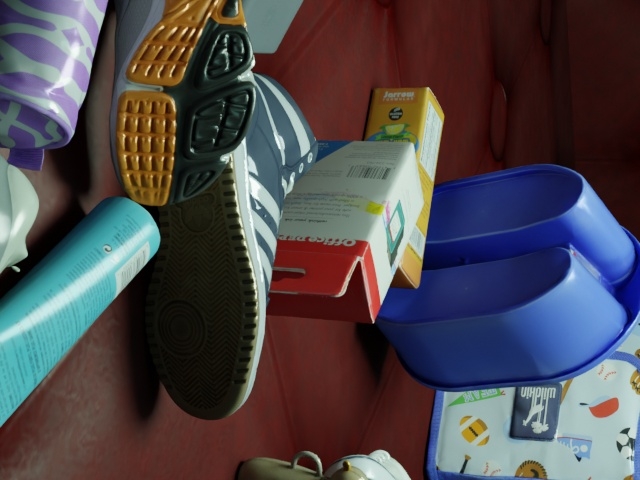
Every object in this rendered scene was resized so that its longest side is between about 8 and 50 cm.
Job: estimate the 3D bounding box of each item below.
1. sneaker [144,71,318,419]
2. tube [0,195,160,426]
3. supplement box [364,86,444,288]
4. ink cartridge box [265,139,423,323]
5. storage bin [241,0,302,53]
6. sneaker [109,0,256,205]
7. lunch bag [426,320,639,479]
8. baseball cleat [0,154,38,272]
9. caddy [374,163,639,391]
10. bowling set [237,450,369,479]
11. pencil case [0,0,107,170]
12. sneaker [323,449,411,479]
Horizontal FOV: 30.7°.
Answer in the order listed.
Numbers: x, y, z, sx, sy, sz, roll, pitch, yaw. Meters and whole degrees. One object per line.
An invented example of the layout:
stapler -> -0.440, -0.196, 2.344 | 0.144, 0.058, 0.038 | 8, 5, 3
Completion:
sneaker -> -0.067, -0.007, 0.944 | 0.153, 0.099, 0.282 | -15, 104, -66
tube -> -0.174, 0.048, 0.743 | 0.207, 0.052, 0.080 | -55, 142, -48
supplement box -> 0.087, -0.064, 1.372 | 0.080, 0.078, 0.234 | 49, 46, -57
ink cartridge box -> 0.000, 0.000, 1.069 | 0.231, 0.134, 0.078 | -62, 148, -47
storage bin -> -0.067, -0.207, 0.951 | 0.091, 0.098, 0.135 | -64, 165, 16
sneaker -> -0.105, -0.157, 0.821 | 0.099, 0.121, 0.263 | 5, 101, -27
lunch bag -> 0.359, 0.249, 1.769 | 0.385, 0.327, 0.239 | -53, 135, -54
baseball cleat -> -0.221, 0.026, 0.609 | 0.109, 0.072, 0.206 | 53, 37, -39
caddy -> 0.219, 0.056, 1.405 | 0.179, 0.341, 0.241 | 48, 46, -38
bowling set -> 0.029, 0.313, 1.149 | 0.200, 0.154, 0.287 | -35, 125, -64
pencil case -> -0.166, -0.154, 0.697 | 0.088, 0.086, 0.206 | 107, -6, -71
sneaker -> 0.054, 0.284, 1.334 | 0.258, 0.094, 0.091 | 66, 15, -57
